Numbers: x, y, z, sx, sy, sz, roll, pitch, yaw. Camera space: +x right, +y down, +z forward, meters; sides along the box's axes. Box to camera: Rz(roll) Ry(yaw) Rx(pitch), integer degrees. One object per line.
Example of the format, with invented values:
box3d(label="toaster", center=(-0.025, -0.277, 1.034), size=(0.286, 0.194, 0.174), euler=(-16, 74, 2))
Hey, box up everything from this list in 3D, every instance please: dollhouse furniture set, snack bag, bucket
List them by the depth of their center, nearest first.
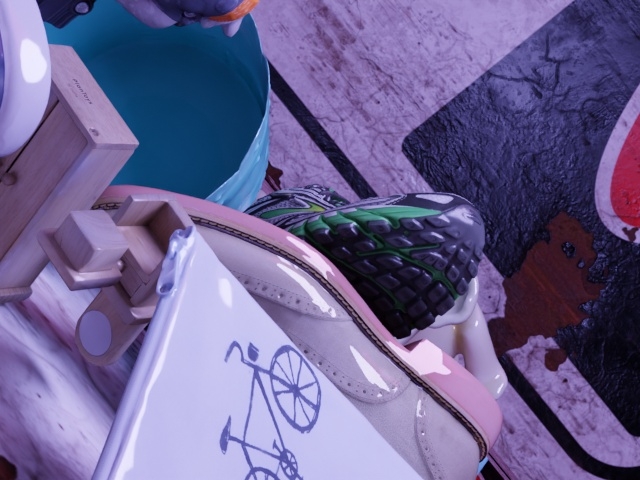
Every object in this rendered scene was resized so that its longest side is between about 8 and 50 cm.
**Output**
box3d(label="snack bag", center=(-0.033, 0.206, 0.897), size=(0.342, 0.037, 0.323), euler=(50, 34, -29))
box3d(label="dollhouse furniture set", center=(-0.302, -0.030, 0.920), size=(0.355, 0.174, 0.303), euler=(-6, 53, -54))
box3d(label="bucket", center=(-0.175, -0.113, 1.322), size=(0.281, 0.281, 0.183), euler=(52, -7, 12))

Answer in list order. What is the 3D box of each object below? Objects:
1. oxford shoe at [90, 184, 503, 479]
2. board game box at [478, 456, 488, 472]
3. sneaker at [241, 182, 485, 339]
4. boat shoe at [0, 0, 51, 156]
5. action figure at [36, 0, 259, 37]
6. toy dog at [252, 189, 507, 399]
box3d(label="oxford shoe", center=(-0.033, 0.101, 1.093), size=(0.397, 0.146, 0.140), euler=(33, -34, -11))
box3d(label="board game box", center=(-0.021, 0.128, 1.427), size=(0.336, 0.079, 0.254), euler=(29, -11, 45))
box3d(label="sneaker", center=(0.000, 0.000, 1.202), size=(0.343, 0.146, 0.134), euler=(-10, -46, 45))
box3d(label="boat shoe", center=(-0.307, -0.182, 0.801), size=(0.367, 0.136, 0.156), euler=(50, 29, 22))
box3d(label="action figure", center=(-0.172, -0.222, 1.114), size=(0.330, 0.341, 0.178), euler=(10, 46, -56))
box3d(label="toy dog", center=(0.049, 0.120, 1.830), size=(0.395, 0.284, 0.408), euler=(34, -3, 24))
